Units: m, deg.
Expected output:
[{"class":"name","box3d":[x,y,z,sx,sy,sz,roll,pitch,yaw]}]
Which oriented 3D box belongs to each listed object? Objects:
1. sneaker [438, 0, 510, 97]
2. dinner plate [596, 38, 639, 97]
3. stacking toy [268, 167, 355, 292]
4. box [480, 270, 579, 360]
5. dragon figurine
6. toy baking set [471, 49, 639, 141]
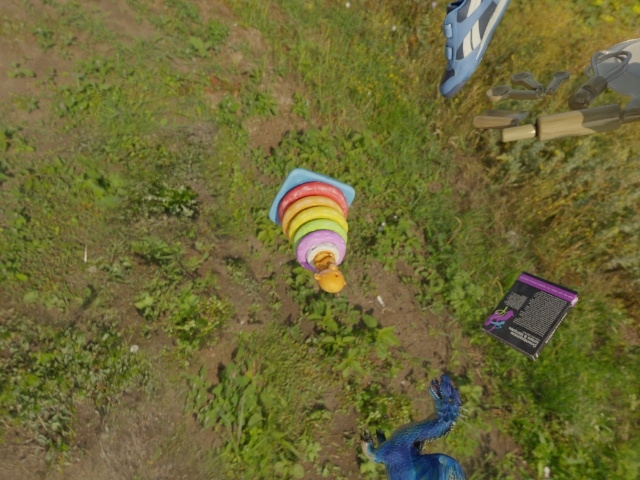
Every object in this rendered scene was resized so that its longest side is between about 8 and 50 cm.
[{"class":"sneaker","box3d":[0.163,-0.237,0.458,0.059,0.144,0.053,15,41,-2]},{"class":"dinner plate","box3d":[0.468,-0.247,0.559,0.141,0.017,0.141,-8,54,10]},{"class":"stacking toy","box3d":[0.000,0.000,0.848,0.175,0.165,0.301,16,35,-25]},{"class":"box","box3d":[0.424,0.149,0.817,0.162,0.029,0.116,-48,38,-10]},{"class":"dragon figurine","box3d":[0.134,0.324,0.523,0.085,0.144,0.288,33,51,-48]},{"class":"toy baking set","box3d":[0.331,-0.194,0.516,0.257,0.030,0.196,-3,44,22]}]
